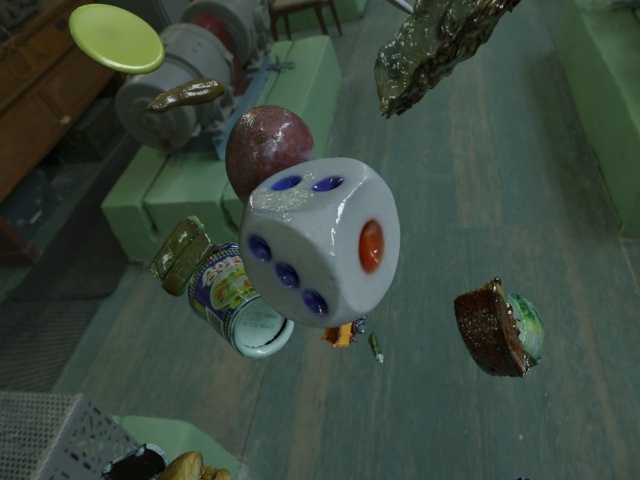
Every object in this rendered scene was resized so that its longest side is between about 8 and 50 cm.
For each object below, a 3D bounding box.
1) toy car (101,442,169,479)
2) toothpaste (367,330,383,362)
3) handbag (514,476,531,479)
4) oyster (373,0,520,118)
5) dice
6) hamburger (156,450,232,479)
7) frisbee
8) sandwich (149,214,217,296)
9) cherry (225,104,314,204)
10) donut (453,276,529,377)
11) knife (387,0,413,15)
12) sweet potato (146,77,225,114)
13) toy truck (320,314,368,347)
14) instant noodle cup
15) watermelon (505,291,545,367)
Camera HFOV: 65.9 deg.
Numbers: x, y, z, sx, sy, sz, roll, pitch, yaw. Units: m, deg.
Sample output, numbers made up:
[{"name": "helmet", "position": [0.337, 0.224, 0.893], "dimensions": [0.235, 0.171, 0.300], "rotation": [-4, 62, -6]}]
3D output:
[{"name": "toy car", "position": [-0.475, 0.586, 1.275], "dimensions": [0.204, 0.095, 0.056], "rotation": [-31, 10, 14]}, {"name": "toothpaste", "position": [0.213, 0.415, 1.908], "dimensions": [0.049, 0.031, 0.204], "rotation": [-61, 13, 13]}, {"name": "handbag", "position": [0.386, 0.560, 0.978], "dimensions": [0.260, 0.162, 0.113], "rotation": [-45, 25, 32]}, {"name": "oyster", "position": [0.195, -0.296, 0.684], "dimensions": [0.396, 0.110, 0.204], "rotation": [-42, 29, 46]}, {"name": "dice", "position": [0.000, 0.000, 1.001], "dimensions": [0.251, 0.259, 0.243], "rotation": [7, 36, 37]}, {"name": "hamburger", "position": [-0.299, 0.596, 1.020], "dimensions": [0.158, 0.319, 0.319], "rotation": [24, 49, -6]}, {"name": "frisbee", "position": [-0.509, -0.514, 1.250], "dimensions": [0.235, 0.017, 0.236], "rotation": [19, 51, -25]}, {"name": "sandwich", "position": [-0.300, 0.033, 1.156], "dimensions": [0.109, 0.160, 0.185], "rotation": [44, 105, 6]}, {"name": "cherry", "position": [-0.119, -0.204, 1.205], "dimensions": [0.221, 0.307, 0.262], "rotation": [-3, 82, -16]}, {"name": "donut", "position": [0.368, 0.195, 1.077], "dimensions": [0.126, 0.187, 0.144], "rotation": [-20, 35, 36]}, {"name": "knife", "position": [0.052, -0.419, 0.773], "dimensions": [0.022, 0.256, 0.046], "rotation": [-61, 26, 14]}, {"name": "sweet potato", "position": [-0.274, -0.302, 1.025], "dimensions": [0.182, 0.053, 0.054], "rotation": [-25, 50, -29]}, {"name": "toy truck", "position": [0.080, 0.207, 1.619], "dimensions": [0.135, 0.271, 0.114], "rotation": [6, 2, -27]}, {"name": "instant noodle cup", "position": [-0.228, 0.188, 1.461], "dimensions": [0.284, 0.284, 0.312], "rotation": [-33, 31, -16]}, {"name": "watermelon", "position": [0.636, 0.298, 1.614], "dimensions": [0.180, 0.305, 0.224], "rotation": [-6, 64, 21]}]
